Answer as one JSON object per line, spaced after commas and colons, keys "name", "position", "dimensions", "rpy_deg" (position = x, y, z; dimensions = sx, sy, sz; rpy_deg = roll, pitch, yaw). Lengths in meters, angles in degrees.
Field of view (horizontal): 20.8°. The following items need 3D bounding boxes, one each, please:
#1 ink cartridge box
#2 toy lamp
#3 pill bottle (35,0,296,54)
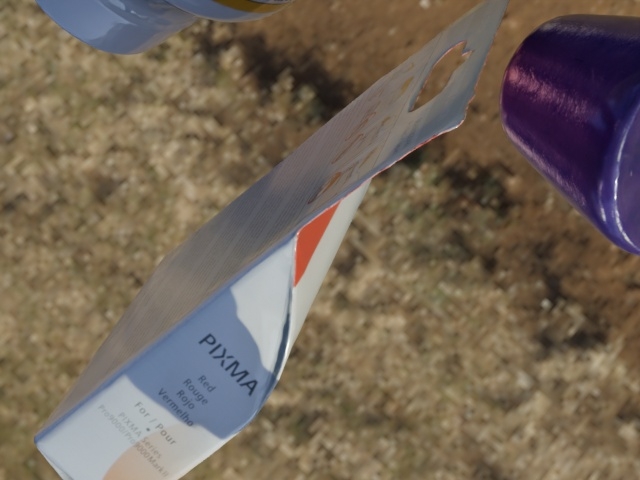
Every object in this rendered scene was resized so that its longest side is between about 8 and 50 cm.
{"name": "ink cartridge box", "position": [0.000, 0.000, 0.572], "dimensions": [0.179, 0.145, 0.045], "rpy_deg": [-35, 102, 25]}
{"name": "toy lamp", "position": [0.160, -0.002, 0.492], "dimensions": [0.274, 0.080, 0.080], "rpy_deg": [29, 144, 44]}
{"name": "pill bottle", "position": [-0.016, -0.148, 0.610], "dimensions": [0.208, 0.117, 0.118], "rpy_deg": [-29, 104, 36]}
